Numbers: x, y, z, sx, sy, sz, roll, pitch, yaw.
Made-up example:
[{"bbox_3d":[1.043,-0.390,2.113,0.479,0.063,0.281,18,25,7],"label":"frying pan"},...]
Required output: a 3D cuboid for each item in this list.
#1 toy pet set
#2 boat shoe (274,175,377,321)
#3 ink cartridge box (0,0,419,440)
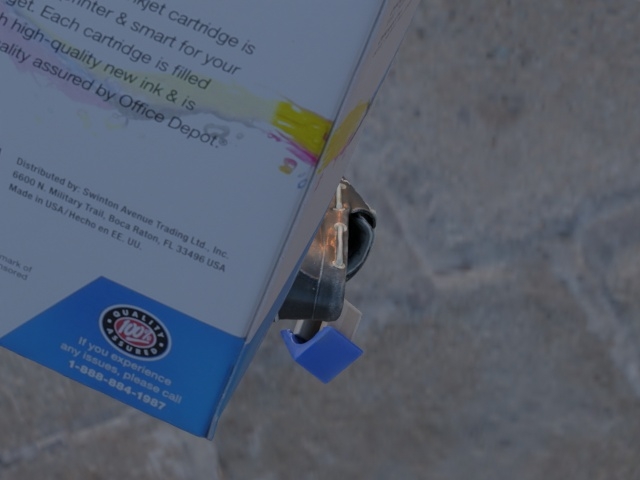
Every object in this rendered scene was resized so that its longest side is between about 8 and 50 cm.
[{"bbox_3d":[-0.027,0.063,1.586,0.122,0.114,0.065,-6,53,45],"label":"toy pet set"},{"bbox_3d":[0.000,0.000,1.257,0.070,0.078,0.219,9,25,4],"label":"boat shoe"},{"bbox_3d":[-0.057,-0.089,0.694,0.171,0.233,0.168,25,34,2],"label":"ink cartridge box"}]
